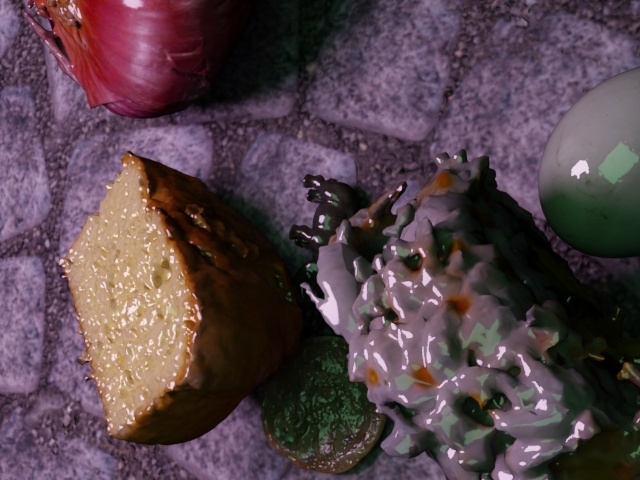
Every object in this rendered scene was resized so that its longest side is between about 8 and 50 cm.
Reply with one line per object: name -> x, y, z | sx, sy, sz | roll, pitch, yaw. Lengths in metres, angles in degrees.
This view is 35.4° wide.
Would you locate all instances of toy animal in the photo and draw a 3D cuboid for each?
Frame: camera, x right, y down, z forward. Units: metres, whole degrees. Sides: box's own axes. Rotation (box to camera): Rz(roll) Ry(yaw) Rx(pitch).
toy animal -> 0.000, 0.000, 1.077 | 0.065, 0.047, 0.136 | 13, 81, 19

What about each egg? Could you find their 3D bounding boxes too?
egg -> 0.281, -0.071, 0.896 | 0.192, 0.149, 0.149 | -45, 65, 0

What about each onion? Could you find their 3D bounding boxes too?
onion -> -0.174, -0.308, 1.119 | 0.347, 0.285, 0.348 | 25, 120, 56

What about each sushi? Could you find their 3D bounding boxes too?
sushi -> 0.181, 0.099, 0.779 | 0.176, 0.417, 0.417 | -49, 65, 13

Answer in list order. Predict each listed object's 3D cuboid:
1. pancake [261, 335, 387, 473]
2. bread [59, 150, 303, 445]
pancake -> 0.003, 0.169, 1.057 | 0.151, 0.025, 0.152 | -4, 80, 25
bread -> -0.133, 0.070, 1.043 | 0.194, 0.179, 0.340 | -52, 40, 18
